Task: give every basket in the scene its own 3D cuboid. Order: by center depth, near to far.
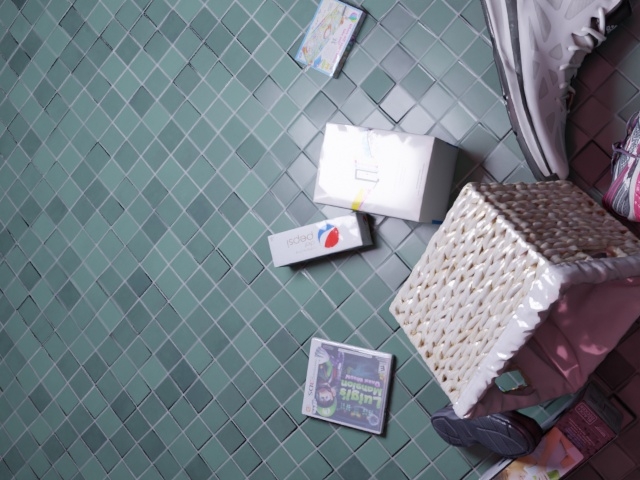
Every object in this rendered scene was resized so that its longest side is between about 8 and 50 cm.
[{"bbox_3d":[0.353,0.088,1.447,0.266,0.329,0.331,54,131,34],"label":"basket"}]

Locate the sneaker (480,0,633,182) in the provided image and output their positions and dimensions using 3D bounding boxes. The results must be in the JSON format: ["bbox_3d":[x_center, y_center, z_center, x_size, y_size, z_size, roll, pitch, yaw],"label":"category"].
[{"bbox_3d":[0.455,-0.334,1.540,0.258,0.169,0.447,-14,85,16],"label":"sneaker"}]

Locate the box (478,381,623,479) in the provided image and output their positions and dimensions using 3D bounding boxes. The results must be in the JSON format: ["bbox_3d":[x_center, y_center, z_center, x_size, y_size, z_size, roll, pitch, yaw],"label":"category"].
[{"bbox_3d":[0.420,0.401,1.565,0.290,0.169,0.087,-46,75,16],"label":"box"}]

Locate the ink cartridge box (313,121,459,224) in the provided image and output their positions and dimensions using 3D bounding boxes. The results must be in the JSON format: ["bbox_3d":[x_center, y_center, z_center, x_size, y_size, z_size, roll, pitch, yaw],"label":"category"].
[{"bbox_3d":[0.132,-0.134,1.698,0.233,0.171,0.168,12,95,25],"label":"ink cartridge box"}]

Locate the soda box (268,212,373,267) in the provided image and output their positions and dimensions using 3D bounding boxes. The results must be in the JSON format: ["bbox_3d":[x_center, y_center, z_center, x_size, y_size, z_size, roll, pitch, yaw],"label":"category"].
[{"bbox_3d":[0.000,0.000,1.816,0.216,0.069,0.073,-15,84,25],"label":"soda box"}]

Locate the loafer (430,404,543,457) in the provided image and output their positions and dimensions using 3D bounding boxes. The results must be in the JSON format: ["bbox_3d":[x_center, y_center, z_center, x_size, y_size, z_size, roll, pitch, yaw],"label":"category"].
[{"bbox_3d":[0.316,0.331,1.567,0.109,0.095,0.302,57,156,-6],"label":"loafer"}]

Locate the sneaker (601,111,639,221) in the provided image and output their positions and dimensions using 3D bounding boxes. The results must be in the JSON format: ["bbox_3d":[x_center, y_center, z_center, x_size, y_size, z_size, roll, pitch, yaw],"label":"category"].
[{"bbox_3d":[0.590,-0.182,1.522,0.112,0.121,0.299,16,89,55],"label":"sneaker"}]

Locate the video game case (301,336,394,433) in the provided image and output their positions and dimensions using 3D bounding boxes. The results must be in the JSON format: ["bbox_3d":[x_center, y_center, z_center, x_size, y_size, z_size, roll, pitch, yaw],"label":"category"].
[{"bbox_3d":[0.057,0.311,1.813,0.191,0.022,0.173,9,94,25],"label":"video game case"}]

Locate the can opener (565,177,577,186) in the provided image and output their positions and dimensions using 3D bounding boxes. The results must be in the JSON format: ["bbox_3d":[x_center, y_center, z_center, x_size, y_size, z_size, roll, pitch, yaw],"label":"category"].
[{"bbox_3d":[0.499,0.012,1.595,0.095,0.076,0.283,-38,72,53],"label":"can opener"}]

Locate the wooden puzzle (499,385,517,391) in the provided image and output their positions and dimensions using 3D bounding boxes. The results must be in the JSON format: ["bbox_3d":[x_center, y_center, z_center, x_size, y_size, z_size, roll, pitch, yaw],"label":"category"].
[{"bbox_3d":[0.364,0.325,1.678,0.049,0.006,0.083,40,106,20],"label":"wooden puzzle"}]

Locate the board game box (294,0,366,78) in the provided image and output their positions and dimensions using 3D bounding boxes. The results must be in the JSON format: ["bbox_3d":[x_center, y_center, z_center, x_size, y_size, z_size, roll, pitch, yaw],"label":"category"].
[{"bbox_3d":[0.021,-0.444,1.832,0.103,0.026,0.154,31,102,22],"label":"board game box"}]
